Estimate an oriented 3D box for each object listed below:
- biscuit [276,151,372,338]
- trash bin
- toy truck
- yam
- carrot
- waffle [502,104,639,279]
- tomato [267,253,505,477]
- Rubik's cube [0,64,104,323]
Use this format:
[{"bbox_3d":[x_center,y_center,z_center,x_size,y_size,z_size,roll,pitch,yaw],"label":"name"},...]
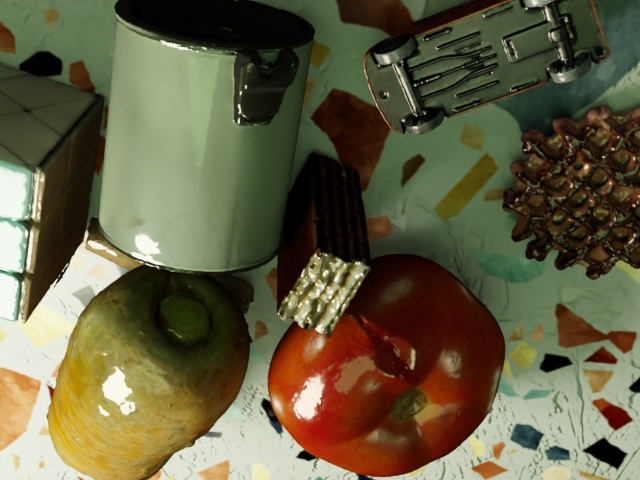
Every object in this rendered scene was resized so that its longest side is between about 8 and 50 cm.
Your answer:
[{"bbox_3d":[0.000,0.000,1.230,0.070,0.252,0.106,23,118,-15],"label":"biscuit"},{"bbox_3d":[-0.133,-0.126,1.186,0.217,0.277,0.263,-5,119,-29],"label":"trash bin"},{"bbox_3d":[0.178,-0.212,1.157,0.252,0.114,0.107,-18,117,17],"label":"toy truck"},{"bbox_3d":[-0.201,0.035,1.404,0.241,0.057,0.057,24,121,-5],"label":"yam"},{"bbox_3d":[-0.228,0.177,1.354,0.224,0.224,0.341,31,137,-9],"label":"carrot"},{"bbox_3d":[0.335,-0.057,1.258,0.234,0.055,0.221,-7,117,8],"label":"waffle"},{"bbox_3d":[0.077,0.153,1.317,0.298,0.226,0.299,-13,124,-19],"label":"tomato"},{"bbox_3d":[-0.413,-0.069,1.276,0.231,0.221,0.225,16,122,0],"label":"Rubik's cube"}]
